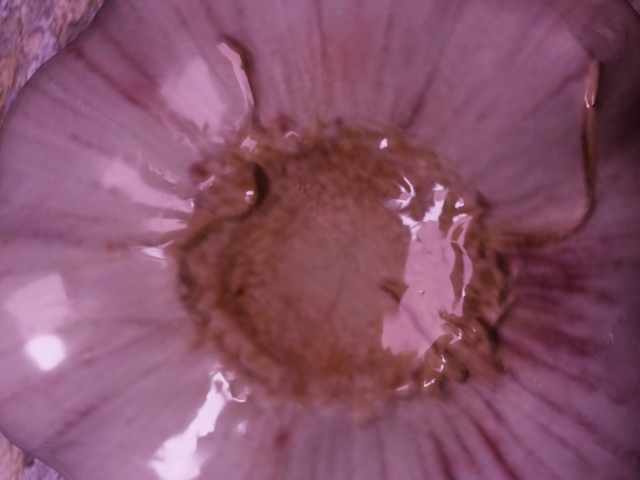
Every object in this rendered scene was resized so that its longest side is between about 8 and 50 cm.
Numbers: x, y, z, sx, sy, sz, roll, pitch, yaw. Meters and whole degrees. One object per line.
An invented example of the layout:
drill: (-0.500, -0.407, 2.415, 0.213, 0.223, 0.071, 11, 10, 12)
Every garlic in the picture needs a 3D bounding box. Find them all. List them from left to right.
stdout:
garlic: (0.000, 0.000, 0.476, 0.253, 0.245, 0.245, -115, 41, -85)
